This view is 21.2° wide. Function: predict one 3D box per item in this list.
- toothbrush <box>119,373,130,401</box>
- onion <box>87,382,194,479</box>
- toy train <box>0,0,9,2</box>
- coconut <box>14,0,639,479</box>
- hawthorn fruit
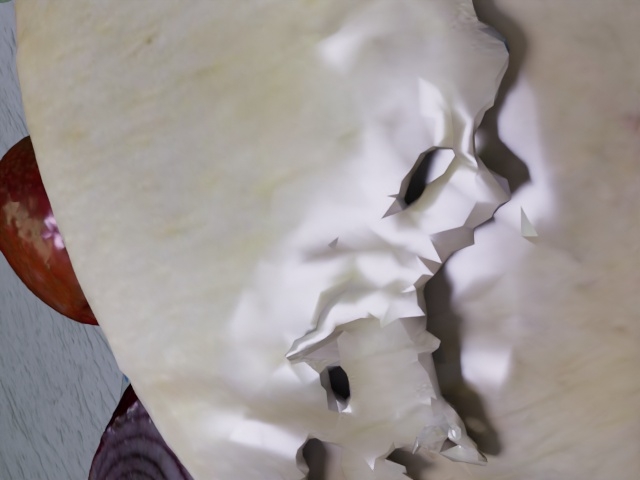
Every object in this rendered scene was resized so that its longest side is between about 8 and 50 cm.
[{"bbox_3d":[-0.193,0.093,1.702,0.040,0.040,0.386,58,157,25],"label":"toothbrush"},{"bbox_3d":[0.023,0.120,0.907,0.336,0.282,0.260,-135,50,-63],"label":"onion"},{"bbox_3d":[-0.235,-0.319,1.113,0.160,0.253,0.397,46,150,31],"label":"toy train"},{"bbox_3d":[0.070,-0.053,0.497,0.352,0.352,0.352,50,152,39],"label":"coconut"},{"bbox_3d":[-0.167,-0.007,1.371,0.179,0.179,0.200,13,129,64],"label":"hawthorn fruit"}]
